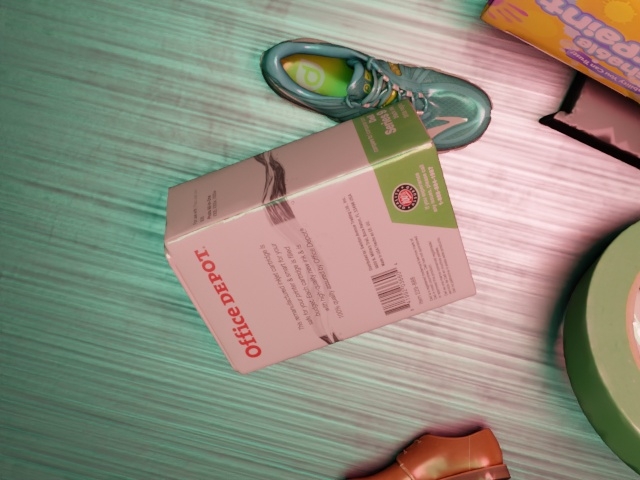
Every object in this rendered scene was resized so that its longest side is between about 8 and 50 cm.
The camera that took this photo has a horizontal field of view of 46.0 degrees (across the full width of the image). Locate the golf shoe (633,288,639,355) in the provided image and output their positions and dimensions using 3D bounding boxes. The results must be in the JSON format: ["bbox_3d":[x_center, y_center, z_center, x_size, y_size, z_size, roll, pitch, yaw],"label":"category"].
[{"bbox_3d":[0.427,0.163,0.875,0.105,0.120,0.272,-39,92,7],"label":"golf shoe"}]

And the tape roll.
[{"bbox_3d":[0.431,0.118,0.808,0.322,0.077,0.321,1,62,-2],"label":"tape roll"}]

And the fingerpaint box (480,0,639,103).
[{"bbox_3d":[0.450,-0.296,0.750,0.445,0.163,0.371,29,78,0],"label":"fingerpaint box"}]

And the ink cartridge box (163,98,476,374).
[{"bbox_3d":[0.000,0.000,0.833,0.289,0.121,0.211,-19,125,4],"label":"ink cartridge box"}]

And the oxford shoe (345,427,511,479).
[{"bbox_3d":[0.121,0.283,0.935,0.212,0.076,0.076,-15,65,6],"label":"oxford shoe"}]

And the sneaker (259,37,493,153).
[{"bbox_3d":[0.062,-0.164,0.859,0.276,0.110,0.106,14,96,0],"label":"sneaker"}]

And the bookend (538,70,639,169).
[{"bbox_3d":[0.363,-0.174,0.863,0.157,0.072,0.156,24,96,1],"label":"bookend"}]
